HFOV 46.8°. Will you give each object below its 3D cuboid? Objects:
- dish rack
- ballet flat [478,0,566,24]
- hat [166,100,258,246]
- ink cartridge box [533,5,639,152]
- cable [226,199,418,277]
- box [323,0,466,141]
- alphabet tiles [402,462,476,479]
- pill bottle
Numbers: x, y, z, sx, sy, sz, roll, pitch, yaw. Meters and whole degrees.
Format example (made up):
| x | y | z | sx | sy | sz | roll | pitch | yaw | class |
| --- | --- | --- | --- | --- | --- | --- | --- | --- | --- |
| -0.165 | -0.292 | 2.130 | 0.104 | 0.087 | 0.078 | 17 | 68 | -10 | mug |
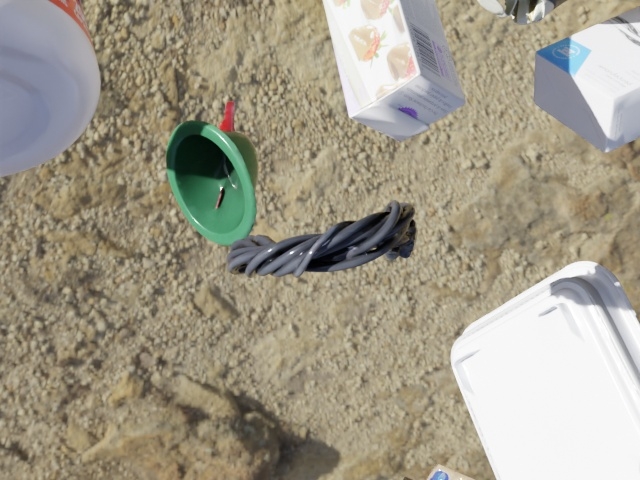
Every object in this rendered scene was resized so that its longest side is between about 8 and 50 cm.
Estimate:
| x | y | z | sx | sy | sz | roll | pitch | yaw | class |
| --- | --- | --- | --- | --- | --- | --- | --- | --- | --- |
| 0.294 | 0.222 | 0.915 | 0.072 | 0.333 | 0.285 | -4 | 154 | -38 | dish rack |
| 0.252 | -0.318 | 0.955 | 0.203 | 0.074 | 0.074 | 6 | 129 | -38 | ballet flat |
| -0.105 | -0.118 | 1.077 | 0.173 | 0.183 | 0.208 | -20 | 96 | 46 | hat |
| 0.299 | -0.160 | 0.671 | 0.180 | 0.104 | 0.060 | -25 | 134 | -12 | ink cartridge box |
| 0.000 | 0.000 | 0.568 | 0.150 | 0.184 | 0.047 | -6 | 91 | 10 | cable |
| 0.034 | -0.232 | 0.580 | 0.063 | 0.324 | 0.067 | -28 | 152 | 33 | box |
| 0.197 | 0.453 | 1.121 | 0.237 | 0.198 | 0.009 | 11 | 149 | 43 | alphabet tiles |
| -0.288 | -0.218 | 0.566 | 0.181 | 0.323 | 0.181 | -17 | 155 | -8 | pill bottle |
